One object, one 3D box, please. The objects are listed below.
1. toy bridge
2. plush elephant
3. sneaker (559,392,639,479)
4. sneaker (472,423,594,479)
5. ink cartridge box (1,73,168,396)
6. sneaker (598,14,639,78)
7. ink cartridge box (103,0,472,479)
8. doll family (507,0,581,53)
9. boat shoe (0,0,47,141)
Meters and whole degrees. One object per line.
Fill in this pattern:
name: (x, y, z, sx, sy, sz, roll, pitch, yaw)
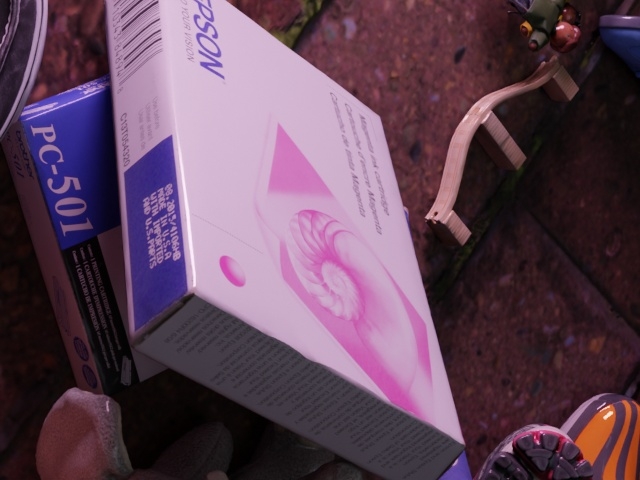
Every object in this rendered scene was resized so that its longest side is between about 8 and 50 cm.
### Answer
toy bridge: (0.145, -0.085, 1.359, 0.188, 0.026, 0.063, -52, 121, -18)
plush elephant: (-0.068, 0.222, 1.090, 0.330, 0.272, 0.255, -18, 152, -17)
sneaker: (0.261, 0.299, 1.404, 0.124, 0.180, 0.321, 17, 87, -37)
sneaker: (0.142, 0.296, 1.368, 0.121, 0.112, 0.299, 28, 92, 1)
ink cartridge box: (-0.149, -0.004, 1.145, 0.097, 0.046, 0.207, -26, 111, -31)
sneaker: (0.323, -0.143, 1.455, 0.209, 0.069, 0.082, 16, 91, -37)
ink cartridge box: (0.000, 0.000, 1.110, 0.071, 0.324, 0.330, -38, 131, 25)
doll family: (0.199, -0.231, 1.349, 0.111, 0.076, 0.193, 43, 69, -27)
boat shoe: (-0.261, -0.064, 1.005, 0.108, 0.102, 0.301, 35, 78, -10)
